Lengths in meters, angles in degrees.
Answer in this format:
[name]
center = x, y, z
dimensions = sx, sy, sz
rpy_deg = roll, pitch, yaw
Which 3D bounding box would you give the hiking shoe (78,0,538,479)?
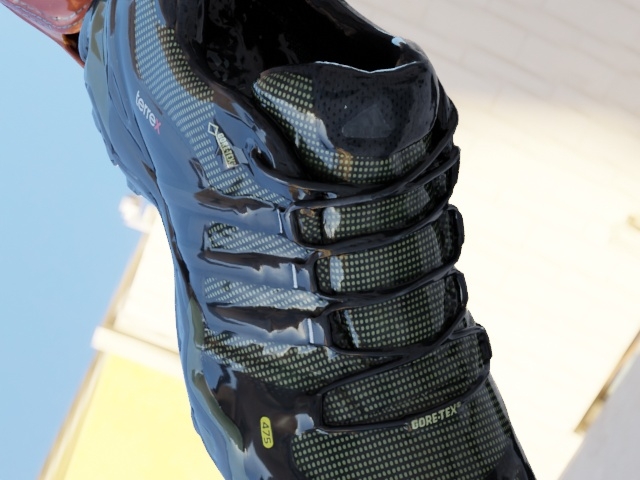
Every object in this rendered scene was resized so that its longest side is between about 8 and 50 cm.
[hiking shoe]
center = 0.000, 0.000, 0.543
dimensions = 0.086, 0.114, 0.227
rpy_deg = -24, -103, -23

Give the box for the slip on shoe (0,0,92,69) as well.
[slip on shoe]
center = -0.111, -0.142, 0.832
dimensions = 0.331, 0.123, 0.101
rpy_deg = 35, -168, -39
